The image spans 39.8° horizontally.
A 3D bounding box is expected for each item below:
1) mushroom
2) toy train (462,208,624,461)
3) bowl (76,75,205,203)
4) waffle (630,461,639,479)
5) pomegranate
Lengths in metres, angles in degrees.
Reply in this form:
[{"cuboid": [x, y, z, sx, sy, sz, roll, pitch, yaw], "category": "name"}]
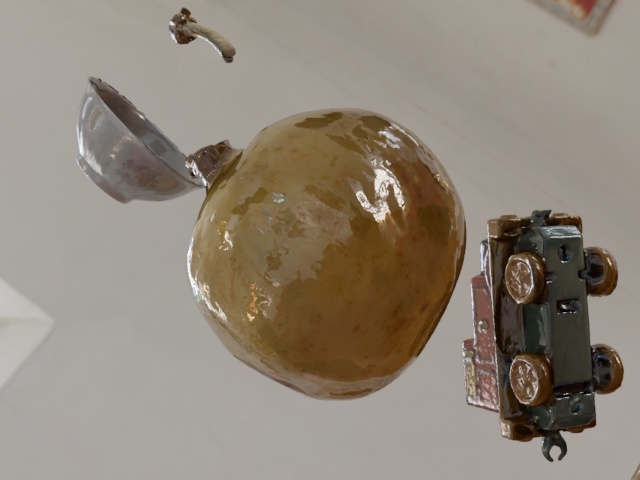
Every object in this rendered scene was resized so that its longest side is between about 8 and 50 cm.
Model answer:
[{"cuboid": [-0.212, -0.366, 1.588, 0.060, 0.187, 0.061, -50, -40, -8], "category": "mushroom"}, {"cuboid": [0.315, 0.140, 1.326, 0.231, 0.163, 0.369, -7, 86, 64], "category": "toy train"}, {"cuboid": [-0.233, -0.101, 1.055, 0.086, 0.189, 0.189, -44, -10, 5], "category": "bowl"}, {"cuboid": [0.595, 0.317, 1.314, 0.328, 0.224, 0.098, -71, 21, 7], "category": "waffle"}, {"cuboid": [0.009, 0.017, 0.893, 0.307, 0.307, 0.307, -53, -11, -15], "category": "pomegranate"}]
